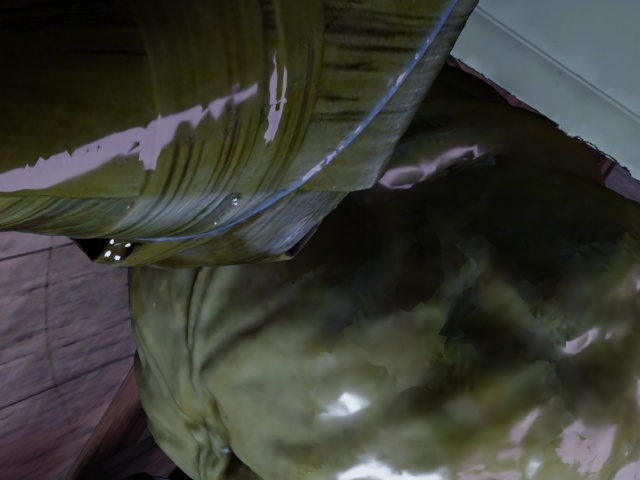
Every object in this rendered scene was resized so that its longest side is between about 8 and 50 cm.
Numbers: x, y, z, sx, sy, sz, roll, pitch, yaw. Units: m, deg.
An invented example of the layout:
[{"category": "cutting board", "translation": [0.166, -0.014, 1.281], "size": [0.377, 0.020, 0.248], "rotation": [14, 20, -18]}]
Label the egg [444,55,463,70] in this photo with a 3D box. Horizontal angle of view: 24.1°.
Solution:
[{"category": "egg", "translation": [0.049, -0.080, 0.967], "size": [0.110, 0.085, 0.085], "rotation": [-47, 174, 34]}]

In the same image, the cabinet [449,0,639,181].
[{"category": "cabinet", "translation": [0.191, -0.156, 0.740], "size": [0.227, 0.318, 0.290], "rotation": [-58, 167, 14]}]

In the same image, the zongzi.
[{"category": "zongzi", "translation": [-0.026, -0.113, 0.477], "size": [0.286, 0.138, 0.300], "rotation": [-60, 165, 12]}]

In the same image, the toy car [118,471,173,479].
[{"category": "toy car", "translation": [-0.167, 0.304, 1.010], "size": [0.314, 0.198, 0.166], "rotation": [-46, -163, -27]}]

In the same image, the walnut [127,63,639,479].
[{"category": "walnut", "translation": [0.044, 0.046, 0.796], "size": [0.277, 0.253, 0.282], "rotation": [-29, -159, -16]}]
